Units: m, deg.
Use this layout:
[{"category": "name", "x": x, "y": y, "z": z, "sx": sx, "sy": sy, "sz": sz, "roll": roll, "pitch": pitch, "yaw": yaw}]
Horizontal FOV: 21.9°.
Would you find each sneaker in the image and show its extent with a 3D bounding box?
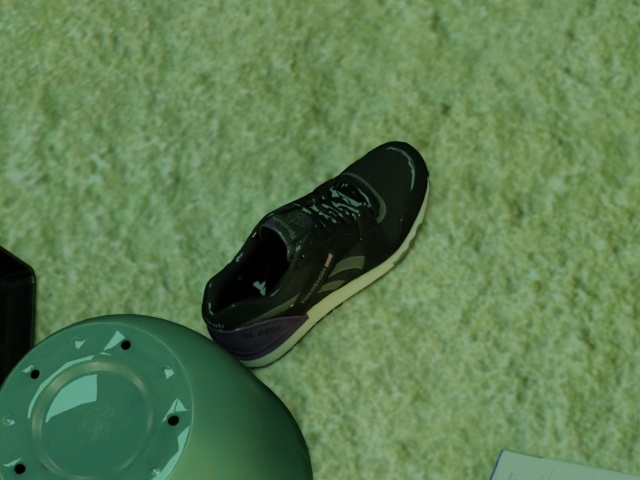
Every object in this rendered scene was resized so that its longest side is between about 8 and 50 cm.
[{"category": "sneaker", "x": 0.000, "y": 0.000, "z": 1.619, "sx": 0.107, "sy": 0.124, "sz": 0.283, "roll": 38, "pitch": 77, "yaw": 25}]

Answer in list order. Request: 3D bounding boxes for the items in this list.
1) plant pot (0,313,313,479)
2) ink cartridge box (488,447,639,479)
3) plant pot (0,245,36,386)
[{"category": "plant pot", "x": -0.173, "y": 0.199, "z": 1.500, "sx": 0.293, "sy": 0.235, "sz": 0.293, "roll": -5, "pitch": 64, "yaw": 11}, {"category": "ink cartridge box", "x": 0.212, "y": 0.295, "z": 1.458, "sx": 0.208, "sy": 0.045, "sz": 0.206, "roll": 6, "pitch": 63, "yaw": 45}, {"category": "plant pot", "x": -0.404, "y": 0.095, "z": 1.642, "sx": 0.167, "sy": 0.188, "sz": 0.187, "roll": -13, "pitch": 62, "yaw": 21}]
